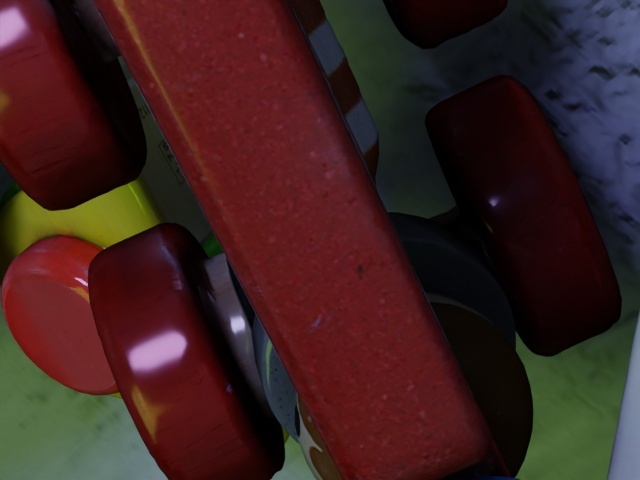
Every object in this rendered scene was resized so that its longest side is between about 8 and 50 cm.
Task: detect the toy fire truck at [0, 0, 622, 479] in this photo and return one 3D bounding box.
[{"bbox_3d":[0.000,0.000,0.521,0.169,0.254,0.302,-23,114,3],"label":"toy fire truck"}]

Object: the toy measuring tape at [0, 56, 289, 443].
[{"bbox_3d":[-0.103,-0.045,0.698,0.121,0.121,0.330,-8,118,40],"label":"toy measuring tape"}]

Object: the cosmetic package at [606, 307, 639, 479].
[{"bbox_3d":[0.161,0.116,0.554,0.129,0.153,0.296,17,118,23],"label":"cosmetic package"}]
